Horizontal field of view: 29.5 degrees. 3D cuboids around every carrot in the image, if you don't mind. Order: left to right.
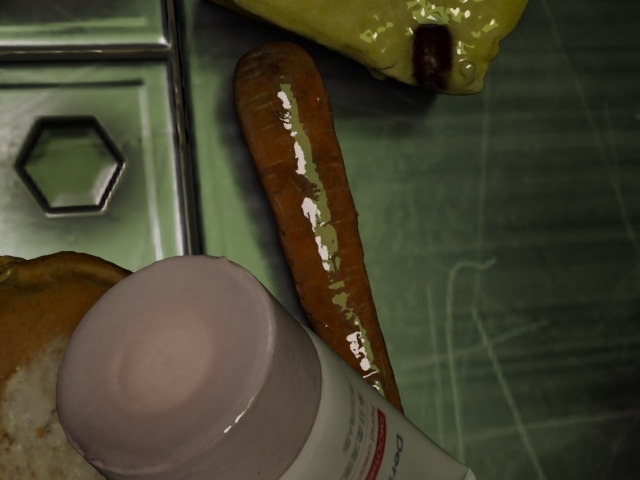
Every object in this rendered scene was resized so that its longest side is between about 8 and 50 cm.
[{"bbox_3d":[0.000,0.000,0.567,0.047,0.047,0.191,-14,87,-18],"label":"carrot"}]

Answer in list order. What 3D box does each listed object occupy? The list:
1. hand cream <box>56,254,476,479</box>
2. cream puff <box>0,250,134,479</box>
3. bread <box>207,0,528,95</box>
[{"bbox_3d":[-0.008,0.106,0.484,0.133,0.083,0.248,-54,141,-14],"label":"hand cream"},{"bbox_3d":[-0.118,0.069,0.487,0.144,0.103,0.126,7,81,-44],"label":"cream puff"},{"bbox_3d":[0.087,-0.239,0.539,0.138,0.077,0.361,23,102,-20],"label":"bread"}]
